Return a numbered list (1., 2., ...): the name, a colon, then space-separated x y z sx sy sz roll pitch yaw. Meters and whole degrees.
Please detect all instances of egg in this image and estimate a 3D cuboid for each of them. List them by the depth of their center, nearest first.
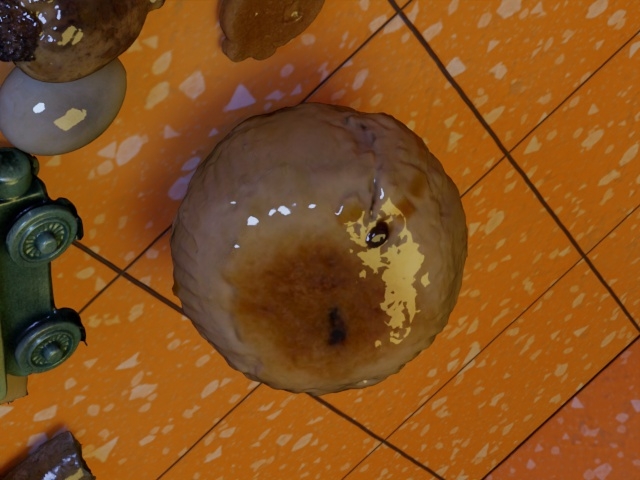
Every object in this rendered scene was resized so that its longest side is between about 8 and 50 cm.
1. egg: -0.279 -0.154 1.794 0.152 0.114 0.114 -32 149 -22

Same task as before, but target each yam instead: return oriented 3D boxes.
1. yam: -0.432 0.379 2.344 0.259 0.093 0.093 -39 150 -4

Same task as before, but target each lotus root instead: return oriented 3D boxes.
1. lotus root: -0.249 -0.237 1.708 0.214 0.138 0.138 -18 143 -39

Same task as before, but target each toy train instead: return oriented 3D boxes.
1. toy train: -0.401 0.045 1.899 0.237 0.150 0.369 -20 143 -22

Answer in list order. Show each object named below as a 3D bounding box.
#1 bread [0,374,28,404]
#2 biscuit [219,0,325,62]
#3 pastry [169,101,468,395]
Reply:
1. bread: -0.448 0.198 2.149 0.154 0.028 0.068 -20 144 -30
2. biscuit: -0.051 -0.311 1.927 0.184 0.035 0.249 -25 147 -24
3. pastry: 0.000 0.000 2.114 0.389 0.312 0.388 -2 116 -5
